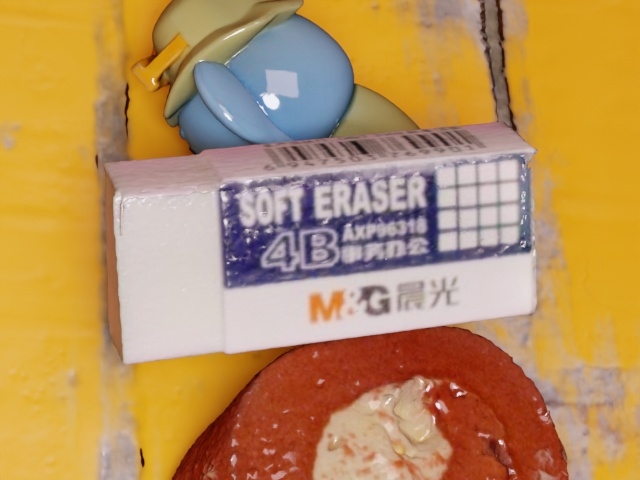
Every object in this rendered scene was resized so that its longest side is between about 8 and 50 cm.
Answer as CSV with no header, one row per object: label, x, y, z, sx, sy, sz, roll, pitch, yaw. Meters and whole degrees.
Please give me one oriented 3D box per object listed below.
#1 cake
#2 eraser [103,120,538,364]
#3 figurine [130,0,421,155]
cake,0.032,0.168,1.159,0.283,0.151,0.177,-4,61,-26
eraser,0.000,0.000,1.122,0.287,0.086,0.130,-5,109,-15
figurine,-0.021,-0.079,1.222,0.262,0.154,0.180,51,48,4
